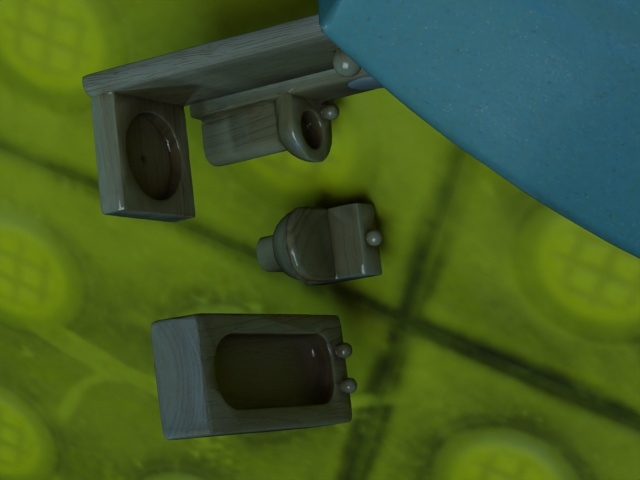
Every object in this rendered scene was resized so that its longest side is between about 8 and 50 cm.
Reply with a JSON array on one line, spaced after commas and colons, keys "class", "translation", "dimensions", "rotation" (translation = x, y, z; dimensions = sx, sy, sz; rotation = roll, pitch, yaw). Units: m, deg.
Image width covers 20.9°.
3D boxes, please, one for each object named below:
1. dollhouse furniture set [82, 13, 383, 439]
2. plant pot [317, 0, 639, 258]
[{"class": "dollhouse furniture set", "translation": [0.000, 0.000, 0.732], "dimensions": [0.123, 0.144, 0.151], "rotation": [-11, 81, 31]}, {"class": "plant pot", "translation": [0.122, -0.095, 0.533], "dimensions": [0.234, 0.165, 0.166], "rotation": [16, 134, -19]}]
